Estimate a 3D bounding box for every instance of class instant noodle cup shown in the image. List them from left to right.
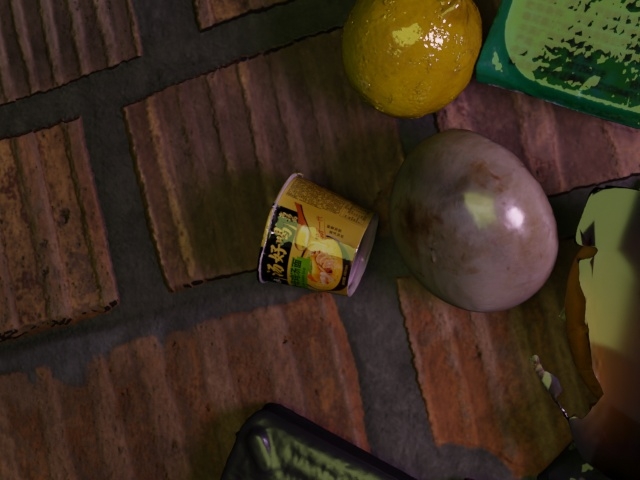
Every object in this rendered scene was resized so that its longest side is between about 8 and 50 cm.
[{"bbox_3d":[0.000,0.000,1.516,0.122,0.151,0.152,19,99,9],"label":"instant noodle cup"}]

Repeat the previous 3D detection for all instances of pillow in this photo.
[{"bbox_3d":[0.338,0.264,1.431,0.090,0.048,0.150,38,101,7],"label":"pillow"}]

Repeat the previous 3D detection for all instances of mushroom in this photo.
[{"bbox_3d":[0.186,-0.027,1.420,0.226,0.178,0.226,32,143,28],"label":"mushroom"}]

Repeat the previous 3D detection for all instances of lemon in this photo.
[{"bbox_3d":[0.112,-0.240,1.433,0.173,0.173,0.206,59,141,10],"label":"lemon"}]

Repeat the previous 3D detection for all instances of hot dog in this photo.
[{"bbox_3d":[0.347,0.105,1.368,0.194,0.107,0.326,14,97,8],"label":"hot dog"}]

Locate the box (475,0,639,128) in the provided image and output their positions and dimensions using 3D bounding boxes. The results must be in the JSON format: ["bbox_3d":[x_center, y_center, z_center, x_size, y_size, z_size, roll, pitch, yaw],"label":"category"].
[{"bbox_3d":[0.358,-0.306,1.374,0.264,0.106,0.337,21,99,19],"label":"box"}]

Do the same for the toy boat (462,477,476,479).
[{"bbox_3d":[0.271,0.353,1.455,0.228,0.080,0.046,20,64,21],"label":"toy boat"}]

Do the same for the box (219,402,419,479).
[{"bbox_3d":[-0.020,0.397,1.565,0.288,0.073,0.290,26,101,19],"label":"box"}]

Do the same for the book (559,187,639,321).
[{"bbox_3d":[0.393,0.046,1.418,0.138,0.016,0.199,35,104,18],"label":"book"}]
